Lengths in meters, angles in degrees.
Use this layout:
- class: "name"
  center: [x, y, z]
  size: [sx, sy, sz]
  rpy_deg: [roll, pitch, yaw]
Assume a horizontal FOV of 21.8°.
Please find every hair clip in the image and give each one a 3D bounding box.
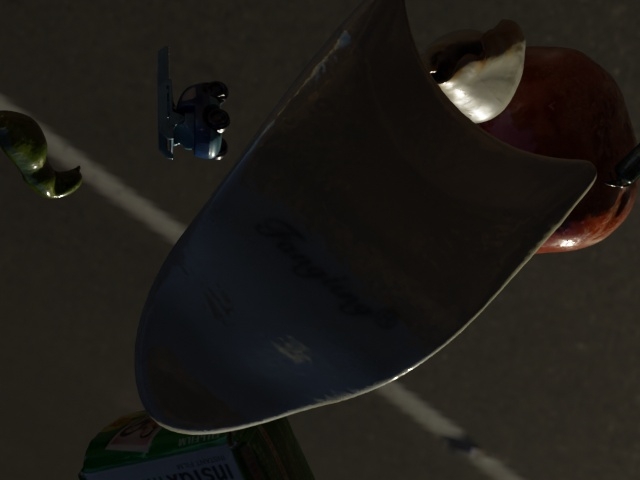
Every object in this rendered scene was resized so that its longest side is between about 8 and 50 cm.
- class: "hair clip"
  center: [-0.001, 0.007, 0.976]
  size: [0.172, 0.113, 0.282]
  rpy_deg: [42, 127, -13]

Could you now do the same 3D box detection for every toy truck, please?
- class: "toy truck"
  center: [-0.133, -0.145, 1.729]
  size: [0.074, 0.136, 0.063]
  rpy_deg: [1, 140, -6]

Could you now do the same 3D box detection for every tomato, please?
- class: "tomato"
  center: [0.221, -0.093, 1.759]
  size: [0.232, 0.232, 0.188]
  rpy_deg: [9, -168, 19]

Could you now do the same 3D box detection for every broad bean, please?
- class: "broad bean"
  center: [-0.381, -0.116, 2.185]
  size: [0.048, 0.070, 0.213]
  rpy_deg: [26, 167, 33]

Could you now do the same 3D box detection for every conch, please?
- class: "conch"
  center: [0.132, -0.166, 1.535]
  size: [0.104, 0.094, 0.176]
  rpy_deg: [1, 168, 19]

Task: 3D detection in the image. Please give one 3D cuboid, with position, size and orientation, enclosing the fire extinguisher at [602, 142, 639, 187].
- class: "fire extinguisher"
  center: [0.323, -0.080, 1.675]
  size: [0.038, 0.083, 0.025]
  rpy_deg: [41, -172, -43]

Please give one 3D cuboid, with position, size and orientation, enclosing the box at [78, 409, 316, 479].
- class: "box"
  center: [-0.086, 0.260, 1.472]
  size: [0.180, 0.103, 0.250]
  rpy_deg: [-16, 110, 26]
